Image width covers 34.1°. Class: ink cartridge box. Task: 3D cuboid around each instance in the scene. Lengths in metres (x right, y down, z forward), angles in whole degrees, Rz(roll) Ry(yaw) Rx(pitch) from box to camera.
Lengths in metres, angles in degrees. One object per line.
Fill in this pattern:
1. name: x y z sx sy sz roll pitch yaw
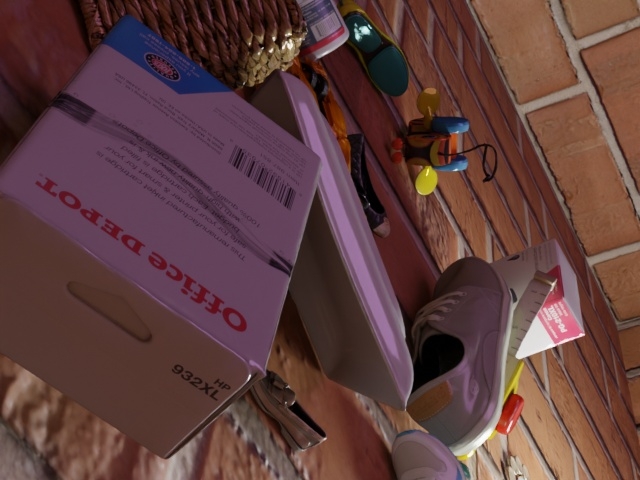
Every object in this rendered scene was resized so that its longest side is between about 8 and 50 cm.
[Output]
1. ink cartridge box: 0.326 0.120 1.827 0.100 0.237 0.172 55 25 -27
2. ink cartridge box: -0.139 -0.017 0.831 0.223 0.129 0.307 37 31 -14

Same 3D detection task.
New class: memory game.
1. memory game: 0.380 0.490 1.939 0.186 0.012 0.186 51 28 -41

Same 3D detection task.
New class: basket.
1. basket: -0.175 -0.302 1.159 0.213 0.223 0.299 156 -86 -77

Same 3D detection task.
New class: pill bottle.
1. pill bottle: -0.042 -0.356 1.523 0.180 0.108 0.108 62 22 -19

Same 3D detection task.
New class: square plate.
1. square plate: 0.000 0.000 1.137 0.344 0.049 0.347 171 -102 -77

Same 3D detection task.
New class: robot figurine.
1. robot figurine: -0.015 -0.129 1.413 0.211 0.085 0.291 25 48 -62

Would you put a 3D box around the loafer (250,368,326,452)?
1. loafer: -0.036 0.178 1.138 0.125 0.039 0.045 59 24 -27

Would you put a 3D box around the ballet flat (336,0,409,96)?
1. ballet flat: 0.095 -0.363 1.937 0.231 0.077 0.077 46 14 -44

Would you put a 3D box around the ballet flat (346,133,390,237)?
1. ballet flat: 0.074 -0.085 1.645 0.173 0.049 0.057 67 21 -8

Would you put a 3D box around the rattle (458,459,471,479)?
1. rattle: 0.237 0.358 1.532 0.130 0.143 0.200 56 23 18

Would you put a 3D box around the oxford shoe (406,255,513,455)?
1. oxford shoe: 0.207 0.144 1.640 0.130 0.169 0.449 39 30 -14

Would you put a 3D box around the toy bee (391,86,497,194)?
1. toy bee: 0.203 -0.190 1.955 0.298 0.162 0.195 159 -72 -80

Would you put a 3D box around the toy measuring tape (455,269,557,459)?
1. toy measuring tape: 0.298 0.209 1.701 0.330 0.121 0.121 -61 141 -12

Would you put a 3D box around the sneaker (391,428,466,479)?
1. sneaker: 0.152 0.362 1.379 0.092 0.087 0.228 -12 80 -67
